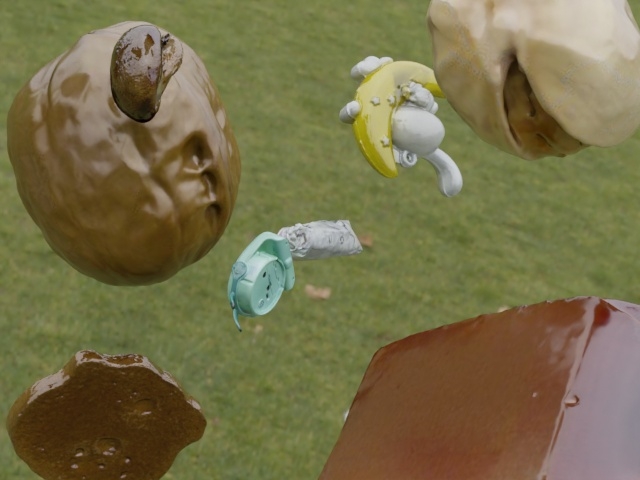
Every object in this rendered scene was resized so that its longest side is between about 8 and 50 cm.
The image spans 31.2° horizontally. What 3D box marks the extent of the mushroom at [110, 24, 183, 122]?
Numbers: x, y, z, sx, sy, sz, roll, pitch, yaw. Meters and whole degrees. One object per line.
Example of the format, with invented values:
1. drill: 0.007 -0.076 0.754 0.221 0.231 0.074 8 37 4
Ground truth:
1. mushroom: -0.215 -0.204 1.411 0.087 0.127 0.127 3 28 -3

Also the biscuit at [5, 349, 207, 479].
1. biscuit: -0.327 0.279 1.739 0.273 0.257 0.049 37 14 -35

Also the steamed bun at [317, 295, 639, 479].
1. steamed bun: 0.189 0.205 0.933 0.248 0.379 0.235 38 60 -21

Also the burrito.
1. burrito: 0.000 -0.001 1.746 0.064 0.064 0.203 32 18 27

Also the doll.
1. doll: 0.150 -0.213 2.076 0.252 0.111 0.237 14 67 -29

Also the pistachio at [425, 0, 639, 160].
1. pistachio: 0.174 -0.140 0.882 0.157 0.157 0.229 39 5 37

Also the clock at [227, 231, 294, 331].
1. clock: -0.088 0.061 1.570 0.041 0.101 0.135 19 50 28

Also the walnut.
1. walnut: -0.279 -0.123 1.703 0.308 0.398 0.354 5 39 32
